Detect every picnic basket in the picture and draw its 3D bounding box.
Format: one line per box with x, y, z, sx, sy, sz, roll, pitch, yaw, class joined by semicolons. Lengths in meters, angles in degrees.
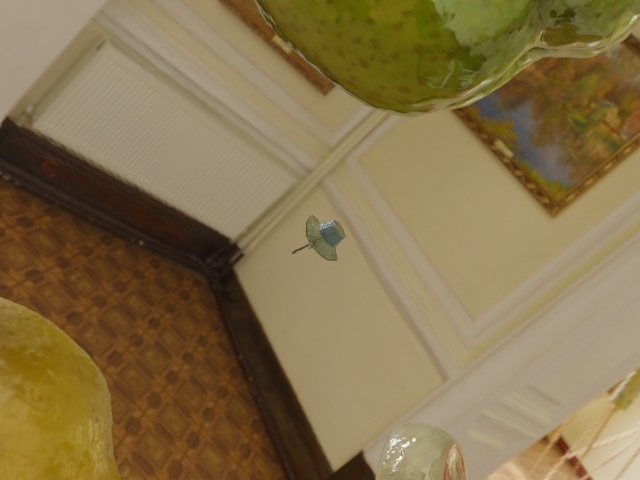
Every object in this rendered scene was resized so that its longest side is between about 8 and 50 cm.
0.000;0.000;1.095;0.083;0.083;0.065;59;20;3;picnic basket

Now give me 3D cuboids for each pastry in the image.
0.194;0.472;1.301;0.265;0.133;0.264;-1;90;-65;pastry

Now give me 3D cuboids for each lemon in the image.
-0.251;0.128;0.456;0.257;0.188;0.188;16;17;-2;lemon

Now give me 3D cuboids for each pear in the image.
0.095;-0.280;0.538;0.391;0.391;0.391;44;14;-14;pear
